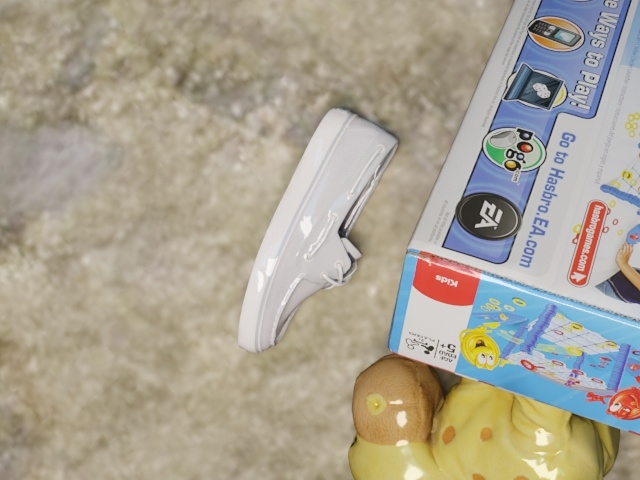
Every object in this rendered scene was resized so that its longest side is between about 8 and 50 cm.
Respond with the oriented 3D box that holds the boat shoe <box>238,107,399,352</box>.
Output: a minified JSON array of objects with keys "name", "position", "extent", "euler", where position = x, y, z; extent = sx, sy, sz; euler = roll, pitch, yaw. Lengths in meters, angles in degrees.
[{"name":"boat shoe","position":[0.000,0.000,0.826],"extent":[0.063,0.066,0.184],"euler":[24,85,11]}]

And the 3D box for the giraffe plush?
[{"name":"giraffe plush","position":[0.094,0.124,0.758],"extent":[0.170,0.181,0.210],"euler":[-14,70,22]}]

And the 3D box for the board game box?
[{"name":"board game box","position":[0.229,-0.023,0.672],"extent":[0.302,0.308,0.086],"euler":[18,138,10]}]
